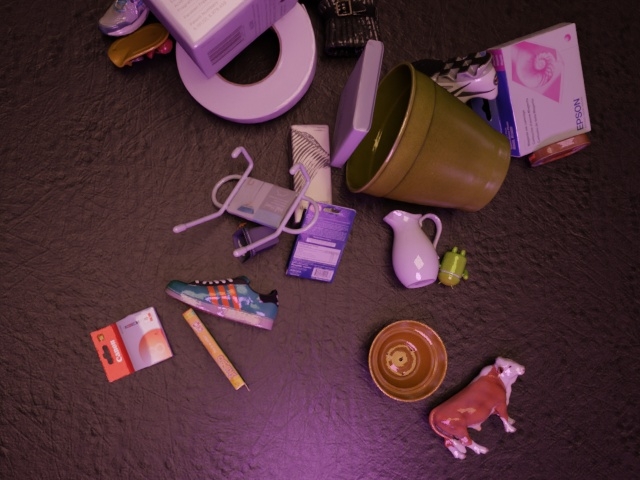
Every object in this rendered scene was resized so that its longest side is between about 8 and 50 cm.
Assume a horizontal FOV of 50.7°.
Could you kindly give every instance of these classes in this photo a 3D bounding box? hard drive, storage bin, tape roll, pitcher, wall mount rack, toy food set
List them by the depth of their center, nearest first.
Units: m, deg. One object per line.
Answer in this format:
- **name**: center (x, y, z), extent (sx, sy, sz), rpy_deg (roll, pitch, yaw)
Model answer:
- **wall mount rack**: center (-0.193, -0.087, 1.735), extent (0.350, 0.130, 0.304), rpy_deg (19, 67, 31)
- **hard drive**: center (0.089, -0.348, 1.787), extent (0.047, 0.353, 0.232), rpy_deg (11, 81, -7)
- **storage bin**: center (-0.174, -0.004, 1.821), extent (0.091, 0.135, 0.098), rpy_deg (-18, 85, -22)
- **tape roll**: center (-0.202, -0.521, 1.867), extent (0.392, 0.072, 0.391), rpy_deg (0, 89, 5)
- **toy food set**: center (-0.472, -0.533, 1.869), extent (0.218, 0.071, 0.128), rpy_deg (-24, 49, -1)
- **pitcher**: center (0.279, 0.021, 1.890), extent (0.178, 0.125, 0.207), rpy_deg (-5, 71, -21)

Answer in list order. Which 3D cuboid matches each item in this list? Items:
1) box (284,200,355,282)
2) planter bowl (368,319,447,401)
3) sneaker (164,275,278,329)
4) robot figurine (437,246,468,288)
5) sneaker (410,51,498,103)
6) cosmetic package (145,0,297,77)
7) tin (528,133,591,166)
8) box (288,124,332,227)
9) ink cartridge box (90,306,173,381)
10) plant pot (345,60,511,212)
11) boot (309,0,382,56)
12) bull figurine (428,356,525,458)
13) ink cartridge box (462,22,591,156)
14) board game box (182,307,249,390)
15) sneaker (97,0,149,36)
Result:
- **box**: center (0.000, 0.000, 1.822), extent (0.137, 0.036, 0.225), rpy_deg (12, 114, -16)
- **planter bowl**: center (0.229, 0.327, 1.846), extent (0.217, 0.090, 0.217), rpy_deg (1, 83, -8)
- **sneaker**: center (-0.258, 0.142, 1.800), extent (0.302, 0.108, 0.121), rpy_deg (19, 79, -13)
- **robot figurine**: center (0.373, 0.077, 1.914), extent (0.101, 0.067, 0.115), rpy_deg (21, 80, 1)
- **sneaker**: center (0.343, -0.430, 1.903), extent (0.122, 0.331, 0.146), rpy_deg (-54, 131, -27)
- **cosmetic package**: center (-0.297, -0.677, 1.646), extent (0.327, 0.329, 0.393), rpy_deg (-41, 94, -1)
- **tin**: center (0.703, -0.267, 1.990), extent (0.190, 0.106, 0.040), rpy_deg (-19, 85, -11)
- **box**: center (-0.029, -0.178, 1.878), extent (0.113, 0.094, 0.275), rpy_deg (-3, 82, -9)
- **ink cartridge box**: center (-0.496, 0.272, 1.774), extent (0.179, 0.045, 0.145), rpy_deg (-22, 85, -13)
- **plant pot**: center (0.307, -0.243, 1.830), extent (0.353, 0.366, 0.366), rpy_deg (20, 80, -16)
- **boot**: center (0.006, -0.662, 1.936), extent (0.348, 0.131, 0.260), rpy_deg (1, 95, 6)
- **bull figurine**: center (0.444, 0.458, 1.853), extent (0.310, 0.101, 0.188), rpy_deg (-29, 89, -11)
- **ink cartridge box**: center (0.601, -0.419, 1.946), extent (0.330, 0.071, 0.324), rpy_deg (-22, 112, -9)
- **board game box**: center (-0.270, 0.290, 1.762), extent (0.039, 0.124, 0.259), rpy_deg (-38, 89, -10)
- **sneaker**: center (-0.512, -0.681, 1.855), extent (0.110, 0.122, 0.283), rpy_deg (37, 74, 22)
